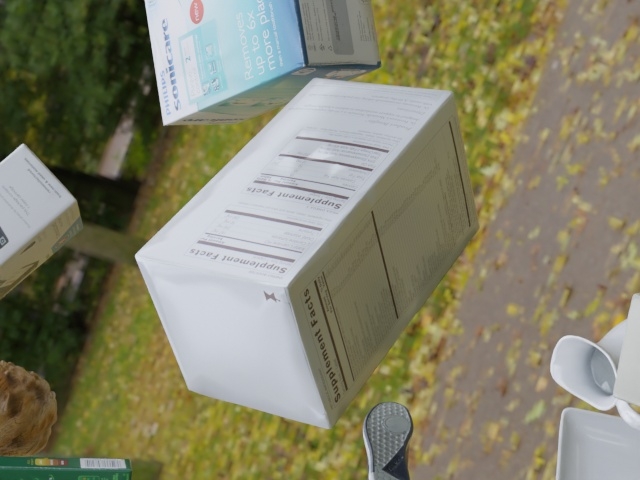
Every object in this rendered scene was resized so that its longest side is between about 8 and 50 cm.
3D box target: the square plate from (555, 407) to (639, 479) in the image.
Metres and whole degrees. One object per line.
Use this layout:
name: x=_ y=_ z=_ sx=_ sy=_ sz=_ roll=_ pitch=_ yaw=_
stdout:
square plate: x=0.502 y=0.437 z=1.763 sx=0.049 sy=0.347 sz=0.344 roll=92 pitch=-170 yaw=-61

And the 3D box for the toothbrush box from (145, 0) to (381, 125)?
toothbrush box: x=-0.081 y=-0.276 z=1.480 sx=0.295 sy=0.126 sz=0.216 roll=-12 pitch=85 yaw=50

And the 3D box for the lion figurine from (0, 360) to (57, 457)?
lion figurine: x=-0.520 y=0.179 z=1.517 sx=0.142 sy=0.392 sz=0.240 roll=-47 pitch=16 yaw=28

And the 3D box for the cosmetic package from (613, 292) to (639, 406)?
cosmetic package: x=0.488 y=0.150 z=1.310 sx=0.296 sy=0.153 sz=0.129 roll=16 pitch=101 yaw=46

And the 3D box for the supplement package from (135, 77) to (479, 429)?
supplement package: x=0.000 y=0.000 z=0.914 sx=0.244 sy=0.134 sz=0.139 roll=-48 pitch=-44 yaw=-39

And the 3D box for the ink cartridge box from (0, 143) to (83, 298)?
ink cartridge box: x=-0.533 y=0.016 z=1.909 sx=0.307 sy=0.129 sz=0.223 roll=-43 pitch=-1 yaw=-13

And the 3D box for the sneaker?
sneaker: x=0.104 y=0.388 z=1.993 sx=0.226 sy=0.086 sz=0.163 roll=-82 pitch=-3 yaw=-54

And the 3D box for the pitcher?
pitcher: x=0.440 y=0.180 z=1.625 sx=0.178 sy=0.207 sz=0.125 roll=49 pitch=134 yaw=37

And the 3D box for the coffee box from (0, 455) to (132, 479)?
coffee box: x=-0.306 y=0.298 z=1.354 sx=0.040 sy=0.184 sz=0.113 roll=-137 pitch=51 yaw=-72
